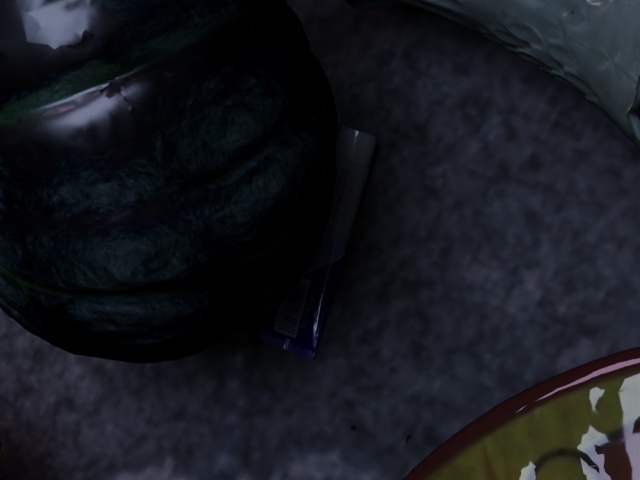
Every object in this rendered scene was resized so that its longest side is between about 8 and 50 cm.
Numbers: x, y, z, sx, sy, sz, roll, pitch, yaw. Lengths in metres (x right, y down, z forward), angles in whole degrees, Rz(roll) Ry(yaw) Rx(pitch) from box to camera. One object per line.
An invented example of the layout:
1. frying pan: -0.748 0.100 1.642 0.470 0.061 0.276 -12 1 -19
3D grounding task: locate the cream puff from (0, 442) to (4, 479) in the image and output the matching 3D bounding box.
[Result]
1. cream puff: -0.173 0.097 0.524 0.165 0.150 0.115 20 118 13

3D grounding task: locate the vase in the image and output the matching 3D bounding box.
1. vase: 0.066 -0.088 0.503 0.149 0.081 0.081 28 89 33

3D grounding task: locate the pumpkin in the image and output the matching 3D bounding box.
1. pumpkin: -0.077 -0.050 0.501 0.194 0.150 0.194 7 98 58

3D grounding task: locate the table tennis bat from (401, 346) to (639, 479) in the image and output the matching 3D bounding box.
1. table tennis bat: 0.159 0.136 0.412 0.415 0.051 0.268 -31 67 18

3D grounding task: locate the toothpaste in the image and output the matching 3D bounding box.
1. toothpaste: 0.000 0.000 0.545 0.024 0.015 0.083 18 90 28
